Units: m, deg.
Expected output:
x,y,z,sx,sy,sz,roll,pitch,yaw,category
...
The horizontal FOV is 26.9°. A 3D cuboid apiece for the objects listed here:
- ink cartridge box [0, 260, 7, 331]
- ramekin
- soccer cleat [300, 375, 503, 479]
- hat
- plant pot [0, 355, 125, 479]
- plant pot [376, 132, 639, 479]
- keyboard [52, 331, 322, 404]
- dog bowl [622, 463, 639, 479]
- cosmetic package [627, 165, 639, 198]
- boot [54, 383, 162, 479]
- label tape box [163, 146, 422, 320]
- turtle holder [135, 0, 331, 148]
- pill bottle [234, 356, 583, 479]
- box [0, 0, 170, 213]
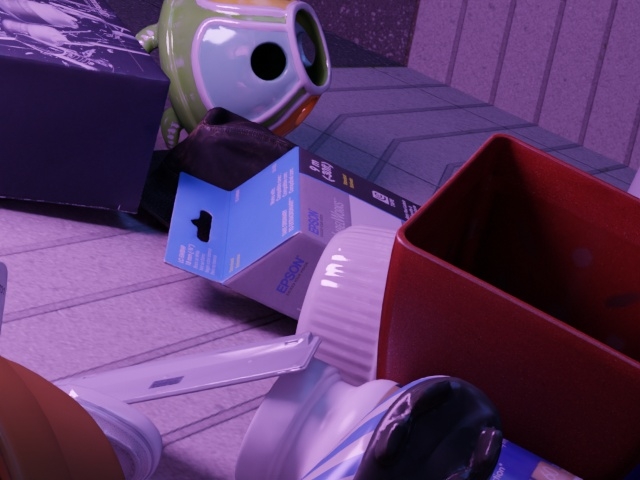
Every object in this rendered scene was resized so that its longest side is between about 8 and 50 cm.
x,y,z,sx,sy,sz,roll,pitch,yaw,category
-0.354,0.042,1.019,0.191,0.082,0.139,0,-16,9,ink cartridge box
0.051,0.080,1.352,0.109,0.207,0.207,17,18,13,ramekin
0.001,0.227,0.929,0.331,0.143,0.116,-39,81,-22,soccer cleat
-0.113,-0.098,1.756,0.331,0.134,0.331,20,20,-7,hat
-0.233,0.169,0.731,0.291,0.291,0.203,28,4,19,plant pot
0.196,0.098,1.207,0.267,0.235,0.267,27,34,14,plant pot
-0.126,0.117,1.126,0.256,0.014,0.072,-12,19,15,keyboard
0.416,0.237,1.453,0.265,0.104,0.265,19,20,-7,dog bowl
0.572,0.074,1.713,0.394,0.329,0.327,22,20,1,cosmetic package
-0.251,0.165,0.992,0.258,0.095,0.123,11,26,-5,boot
0.000,0.000,1.553,0.334,0.106,0.240,25,24,-14,label tape box
-0.115,-0.290,1.958,0.227,0.320,0.243,-10,-13,25,turtle holder
0.073,0.207,1.098,0.265,0.153,0.153,26,20,15,pill bottle
-0.390,-0.195,1.625,0.312,0.179,0.343,7,24,-28,box
